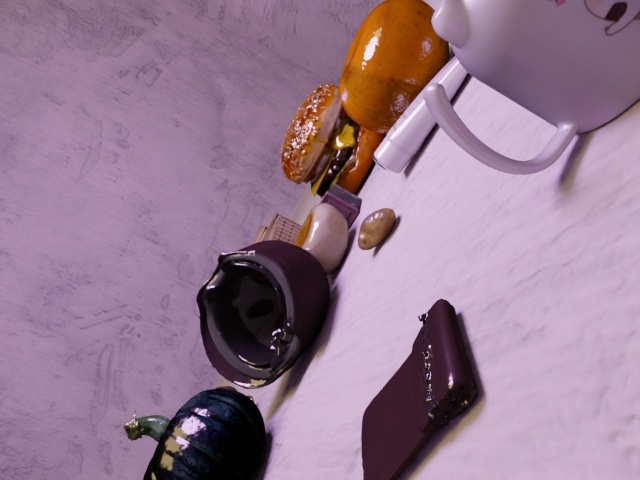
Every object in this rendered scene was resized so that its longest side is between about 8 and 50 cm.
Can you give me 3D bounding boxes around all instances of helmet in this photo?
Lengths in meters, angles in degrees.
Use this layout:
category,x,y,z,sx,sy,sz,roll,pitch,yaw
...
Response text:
category,x,y,z,sx,sy,sz,roll,pitch,yaw
helmet,-0.098,0.125,0.925,0.177,0.225,0.306,-31,-22,-49

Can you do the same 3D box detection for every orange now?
category,x,y,z,sx,sy,sz,roll,pitch,yaw
orange,0.136,-0.314,0.881,0.240,0.171,0.240,-161,90,-79

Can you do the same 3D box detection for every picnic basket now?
category,x,y,z,sx,sy,sz,roll,pitch,yaw
picnic basket,-0.148,0.096,1.428,0.313,0.175,0.228,-58,9,34

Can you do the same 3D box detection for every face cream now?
category,x,y,z,sx,sy,sz,roll,pitch,yaw
face cream,0.174,-0.214,0.763,0.244,0.058,0.092,-54,7,24

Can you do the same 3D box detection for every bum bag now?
category,x,y,z,sx,sy,sz,roll,pitch,yaw
bum bag,0.072,0.136,0.408,0.160,0.026,0.109,-61,9,25

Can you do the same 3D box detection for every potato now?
category,x,y,z,sx,sy,sz,roll,pitch,yaw
potato,0.085,-0.021,0.751,0.092,0.045,0.047,-59,45,47

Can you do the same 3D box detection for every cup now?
category,x,y,z,sx,sy,sz,roll,pitch,yaw
cup,0.155,-0.155,0.361,0.174,0.141,0.134,-60,10,33

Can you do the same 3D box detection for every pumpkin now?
category,x,y,z,sx,sy,sz,roll,pitch,yaw
pumpkin,-0.227,0.368,0.847,0.248,0.247,0.248,-62,8,16

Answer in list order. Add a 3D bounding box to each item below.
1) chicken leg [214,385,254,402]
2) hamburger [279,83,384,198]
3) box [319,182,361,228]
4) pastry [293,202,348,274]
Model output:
category,x,y,z,sx,sy,sz,roll,pitch,yaw
chicken leg,-0.265,0.528,1.031,0.201,0.152,0.430,114,172,-73
hamburger,0.021,-0.244,1.228,0.291,0.224,0.291,-61,11,22
box,0.045,-0.078,1.070,0.060,0.084,0.063,-60,1,37
pastry,0.000,0.000,1.008,0.156,0.091,0.157,-51,28,42
